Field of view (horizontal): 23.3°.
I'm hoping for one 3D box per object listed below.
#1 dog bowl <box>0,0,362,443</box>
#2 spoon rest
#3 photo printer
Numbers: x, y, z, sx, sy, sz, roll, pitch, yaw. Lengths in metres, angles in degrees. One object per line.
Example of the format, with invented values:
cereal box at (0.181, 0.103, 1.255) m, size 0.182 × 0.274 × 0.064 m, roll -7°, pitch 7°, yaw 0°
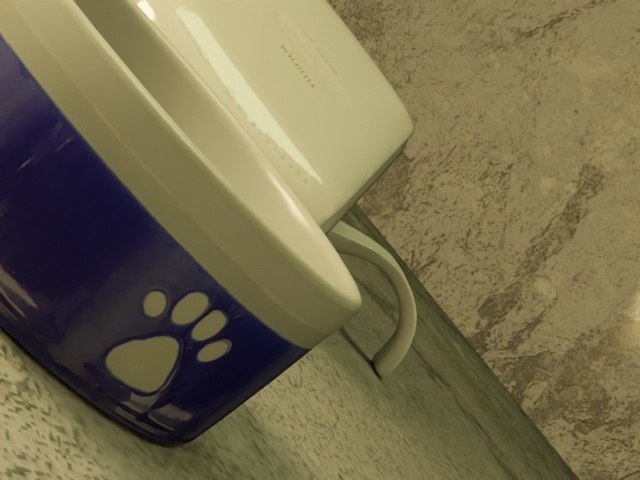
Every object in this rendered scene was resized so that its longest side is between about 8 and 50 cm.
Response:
dog bowl at (-0.103, -0.039, 0.711) m, size 0.265 × 0.104 × 0.265 m, roll 50°, pitch 4°, yaw -5°
spoon rest at (0.000, 0.000, 1.467) m, size 0.276 × 0.084 × 0.137 m, roll 50°, pitch 5°, yaw -11°
photo printer at (-0.054, -0.126, 1.341) m, size 0.256 × 0.107 × 0.307 m, roll 52°, pitch 27°, yaw -4°
